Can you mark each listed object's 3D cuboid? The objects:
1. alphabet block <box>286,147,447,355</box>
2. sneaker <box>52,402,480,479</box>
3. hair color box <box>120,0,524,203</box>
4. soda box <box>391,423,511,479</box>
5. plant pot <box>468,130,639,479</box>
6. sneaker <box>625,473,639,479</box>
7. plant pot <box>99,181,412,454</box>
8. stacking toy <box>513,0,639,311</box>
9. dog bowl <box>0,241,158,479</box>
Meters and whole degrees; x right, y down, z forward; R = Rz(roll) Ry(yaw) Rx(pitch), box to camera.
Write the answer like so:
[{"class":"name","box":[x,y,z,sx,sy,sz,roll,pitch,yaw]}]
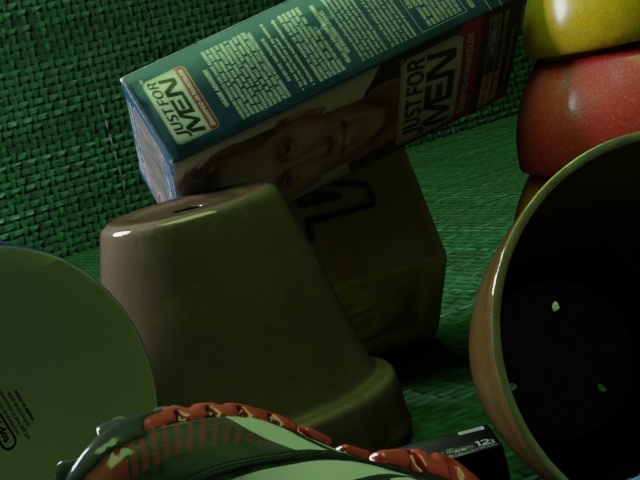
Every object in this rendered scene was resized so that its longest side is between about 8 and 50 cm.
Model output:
[{"class":"alphabet block","box":[0.000,0.000,1.553,0.193,0.197,0.192,-17,-26,-6]},{"class":"sneaker","box":[-0.002,0.158,0.841,0.276,0.097,0.135,15,13,-28]},{"class":"hair color box","box":[0.005,-0.137,1.422,0.347,0.105,0.174,-27,-24,-12]},{"class":"soda box","box":[0.041,0.173,1.037,0.169,0.060,0.053,-14,10,-3]},{"class":"plant pot","box":[0.191,0.071,1.026,0.237,0.237,0.254,-16,-6,-12]},{"class":"sneaker","box":[0.207,0.163,0.774,0.221,0.083,0.087,-10,14,40]},{"class":"plant pot","box":[-0.077,0.080,1.286,0.263,0.229,0.263,-13,9,2]},{"class":"stacking toy","box":[0.298,-0.171,1.411,0.351,0.480,0.350,-11,8,2]},{"class":"dog bowl","box":[-0.251,0.130,1.118,0.265,0.265,0.104,-20,12,-34]}]
